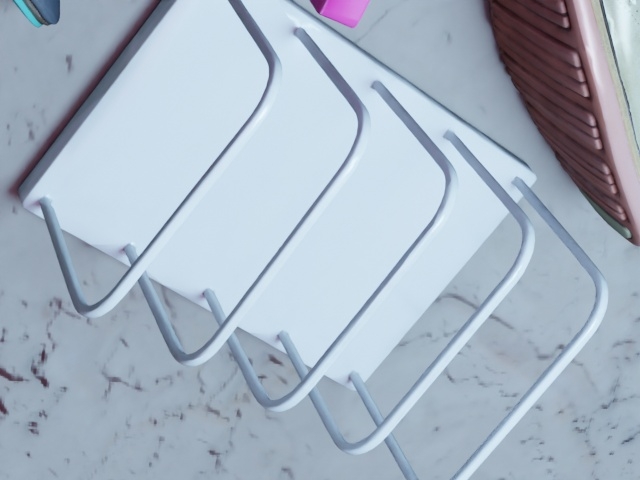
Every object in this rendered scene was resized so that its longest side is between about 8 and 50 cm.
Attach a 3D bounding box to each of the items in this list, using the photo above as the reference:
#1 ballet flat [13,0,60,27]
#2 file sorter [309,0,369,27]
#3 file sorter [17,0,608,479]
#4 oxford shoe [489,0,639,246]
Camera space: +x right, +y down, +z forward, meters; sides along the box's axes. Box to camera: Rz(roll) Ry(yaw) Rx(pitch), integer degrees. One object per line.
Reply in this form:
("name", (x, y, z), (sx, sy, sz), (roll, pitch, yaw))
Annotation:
("ballet flat", (-0.184, -0.201, 0.930), (0.074, 0.074, 0.203), (-37, 121, 5))
("file sorter", (-0.053, -0.266, 0.806), (0.182, 0.291, 0.202), (18, 112, -23))
("file sorter", (0.000, 0.000, 1.046), (0.277, 0.173, 0.193), (31, 105, -30))
("oxford shoe", (0.177, -0.172, 1.030), (0.146, 0.140, 0.397), (-27, 126, -11))
